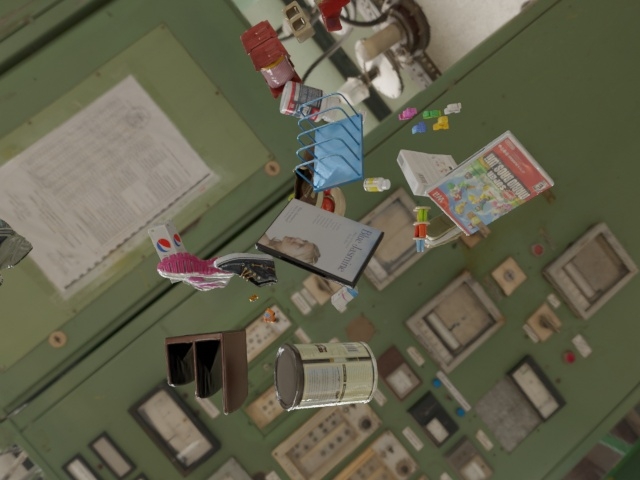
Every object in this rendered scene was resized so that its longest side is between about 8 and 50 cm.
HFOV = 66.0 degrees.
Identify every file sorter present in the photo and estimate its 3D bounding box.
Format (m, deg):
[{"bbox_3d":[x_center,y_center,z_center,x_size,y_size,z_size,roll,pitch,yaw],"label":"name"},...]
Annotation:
[{"bbox_3d":[0.017,-0.212,1.057,0.104,0.118,0.170,38,-133,-51],"label":"file sorter"}]

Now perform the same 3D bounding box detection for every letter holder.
[{"bbox_3d":[-0.299,0.360,1.356,0.302,0.152,0.214,77,-173,-81],"label":"letter holder"}]

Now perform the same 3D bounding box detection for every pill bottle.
[{"bbox_3d":[0.268,-0.264,2.323,0.116,0.065,0.065,5,140,41],"label":"pill bottle"},{"bbox_3d":[-0.035,-0.452,1.627,0.180,0.107,0.108,11,-179,-15],"label":"pill bottle"}]

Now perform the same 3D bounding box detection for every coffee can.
[{"bbox_3d":[0.014,0.428,1.573,0.202,0.276,0.201,-176,90,-65],"label":"coffee can"}]

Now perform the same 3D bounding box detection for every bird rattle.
[{"bbox_3d":[0.013,-0.134,1.698,0.206,0.253,0.143,57,-163,26],"label":"bird rattle"}]

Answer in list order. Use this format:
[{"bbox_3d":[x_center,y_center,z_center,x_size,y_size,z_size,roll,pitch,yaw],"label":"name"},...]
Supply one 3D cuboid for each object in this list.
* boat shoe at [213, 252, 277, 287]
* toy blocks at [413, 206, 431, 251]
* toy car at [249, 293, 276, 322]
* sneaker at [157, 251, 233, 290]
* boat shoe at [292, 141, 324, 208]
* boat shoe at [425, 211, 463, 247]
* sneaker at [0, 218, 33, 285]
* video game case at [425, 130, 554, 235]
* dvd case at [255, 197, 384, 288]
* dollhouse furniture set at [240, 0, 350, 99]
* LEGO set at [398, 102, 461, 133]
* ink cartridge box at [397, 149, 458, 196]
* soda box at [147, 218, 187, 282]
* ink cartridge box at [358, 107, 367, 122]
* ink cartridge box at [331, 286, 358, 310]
[{"bbox_3d":[-0.200,0.084,1.357,0.065,0.184,0.083,-43,57,44],"label":"boat shoe"},{"bbox_3d":[0.342,-0.036,1.668,0.123,0.054,0.148,17,-106,-83],"label":"toy blocks"},{"bbox_3d":[-0.215,0.256,1.794,0.122,0.041,0.060,38,140,18],"label":"toy car"},{"bbox_3d":[-0.406,0.115,1.621,0.102,0.253,0.111,-102,24,-49],"label":"sneaker"},{"bbox_3d":[-0.034,-0.204,1.481,0.095,0.095,0.257,34,-133,-43],"label":"boat shoe"},{"bbox_3d":[0.537,-0.066,2.006,0.113,0.303,0.103,58,163,31],"label":"boat shoe"},{"bbox_3d":[-0.578,0.032,0.784,0.122,0.110,0.283,60,179,-25],"label":"sneaker"},{"bbox_3d":[0.473,-0.153,1.399,0.204,0.285,0.025,42,-143,-16],"label":"video game case"},{"bbox_3d":[0.000,0.000,1.155,0.253,0.180,0.022,22,141,16],"label":"dvd case"},{"bbox_3d":[-0.054,-0.662,1.628,0.152,0.374,0.201,63,-171,16],"label":"dollhouse furniture set"},{"bbox_3d":[0.409,-0.442,1.775,0.093,0.228,0.086,106,155,-84],"label":"LEGO set"},{"bbox_3d":[0.511,-0.300,2.235,0.296,0.261,0.066,-102,22,-49],"label":"ink cartridge box"},{"bbox_3d":[-0.533,0.038,1.769,0.069,0.074,0.216,-72,-36,-68],"label":"soda box"},{"bbox_3d":[0.138,-0.421,1.723,0.028,0.048,0.083,18,146,-6],"label":"ink cartridge box"},{"bbox_3d":[0.110,0.250,2.242,0.052,0.122,0.088,46,-171,-8],"label":"ink cartridge box"}]
